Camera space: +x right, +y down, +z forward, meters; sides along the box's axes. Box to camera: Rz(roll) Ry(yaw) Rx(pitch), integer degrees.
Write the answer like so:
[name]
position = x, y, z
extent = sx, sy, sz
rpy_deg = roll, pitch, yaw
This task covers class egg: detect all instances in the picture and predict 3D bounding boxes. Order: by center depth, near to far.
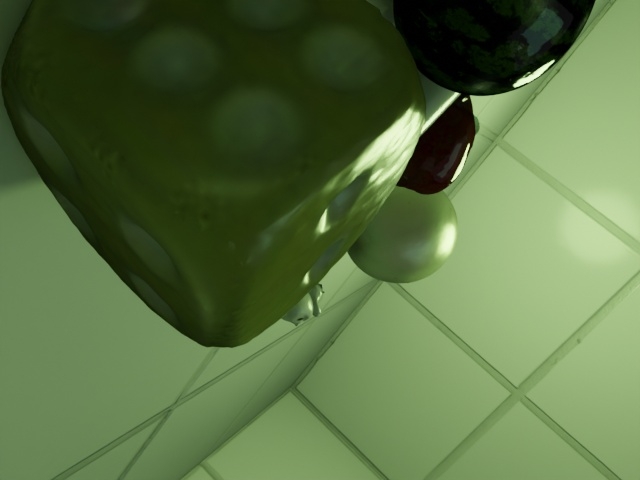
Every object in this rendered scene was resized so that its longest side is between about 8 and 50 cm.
[egg]
position = 0.199, -0.027, 1.409
extent = 0.345, 0.283, 0.283
rpy_deg = -16, 146, -57

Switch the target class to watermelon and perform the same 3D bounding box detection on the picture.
[watermelon]
position = 0.224, -0.320, 0.720
extent = 0.269, 0.269, 0.269
rpy_deg = -45, 167, -14

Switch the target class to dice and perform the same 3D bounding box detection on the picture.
[dice]
position = -0.079, -0.075, 0.440
extent = 0.227, 0.238, 0.233
rpy_deg = -43, 165, -27

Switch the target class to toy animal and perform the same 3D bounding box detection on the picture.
[toy animal]
position = -0.084, 0.182, 1.437
extent = 0.103, 0.131, 0.220
rpy_deg = -4, -163, 38

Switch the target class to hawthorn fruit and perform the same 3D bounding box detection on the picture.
[hawthorn fruit]
position = 0.224, -0.216, 1.097
extent = 0.248, 0.208, 0.208
rpy_deg = -46, 170, 31

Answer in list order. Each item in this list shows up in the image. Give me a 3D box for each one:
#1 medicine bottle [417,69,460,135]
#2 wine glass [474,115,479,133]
[medicine bottle]
position = 0.182, -0.281, 0.937
extent = 0.341, 0.130, 0.130
rpy_deg = -46, 167, -8
[wine glass]
position = 0.379, -0.299, 1.601
extent = 0.222, 0.103, 0.103
rpy_deg = -35, 162, -41
